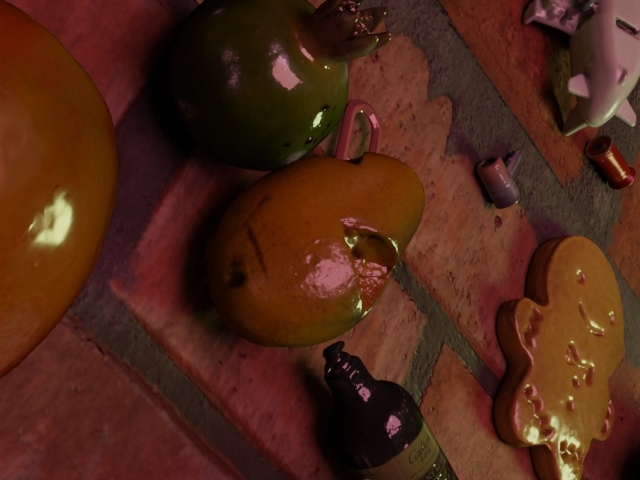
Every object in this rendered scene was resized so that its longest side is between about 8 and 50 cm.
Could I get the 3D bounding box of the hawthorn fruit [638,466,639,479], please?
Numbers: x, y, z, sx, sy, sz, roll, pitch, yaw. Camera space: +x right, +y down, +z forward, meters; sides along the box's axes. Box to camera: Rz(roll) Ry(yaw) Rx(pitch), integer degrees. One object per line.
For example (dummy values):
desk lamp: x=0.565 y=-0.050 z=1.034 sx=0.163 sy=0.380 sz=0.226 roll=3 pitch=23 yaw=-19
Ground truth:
hawthorn fruit: x=0.569 y=0.390 z=1.757 sx=0.215 sy=0.215 sz=0.249 roll=-3 pitch=83 yaw=-49

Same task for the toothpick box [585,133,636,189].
toothpick box: x=0.433 y=-0.115 z=1.825 sx=0.083 sy=0.047 sz=0.047 roll=46 pitch=51 yaw=-33

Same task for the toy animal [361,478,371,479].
toy animal: x=0.108 y=0.401 z=1.186 sx=0.183 sy=0.247 sz=0.310 roll=-17 pitch=112 yaw=-13

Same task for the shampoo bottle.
shampoo bottle: x=0.075 y=0.227 z=1.306 sx=0.101 sy=0.101 sz=0.284 roll=-48 pitch=117 yaw=-42

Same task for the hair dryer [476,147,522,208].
hair dryer: x=0.247 y=-0.097 z=1.625 sx=0.063 sy=0.037 sz=0.114 roll=59 pitch=37 yaw=-20

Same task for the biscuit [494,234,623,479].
biscuit: x=0.336 y=0.152 z=1.656 sx=0.275 sy=0.052 sz=0.355 roll=51 pitch=49 yaw=-29

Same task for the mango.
mango: x=0.000 y=0.000 z=1.214 sx=0.167 sy=0.130 sz=0.262 roll=37 pitch=59 yaw=11

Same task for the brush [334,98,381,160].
brush: x=0.037 y=-0.056 z=1.365 sx=0.103 sy=0.047 sz=0.233 roll=32 pitch=59 yaw=-37

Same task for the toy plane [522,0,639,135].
toy plane: x=0.409 y=-0.281 z=1.776 sx=0.267 sy=0.122 sz=0.267 roll=10 pitch=70 yaw=-29

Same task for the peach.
peach: x=-0.297 y=-0.023 z=0.814 sx=0.308 sy=0.308 sz=0.332 roll=46 pitch=67 yaw=-32

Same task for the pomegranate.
pomegranate: x=-0.037 y=-0.170 z=1.173 sx=0.187 sy=0.225 sz=0.187 roll=32 pitch=45 yaw=-38
